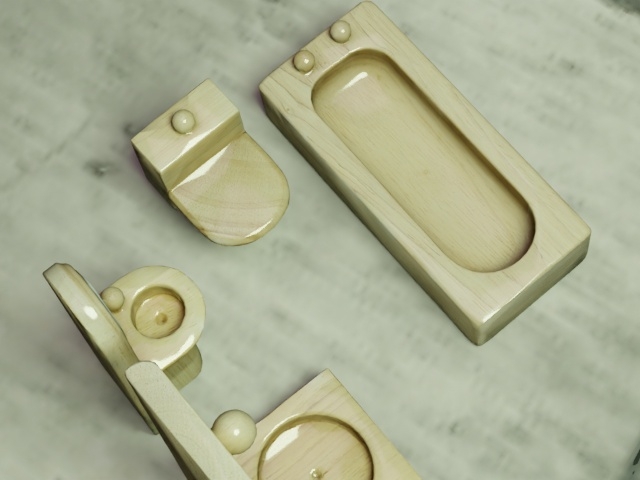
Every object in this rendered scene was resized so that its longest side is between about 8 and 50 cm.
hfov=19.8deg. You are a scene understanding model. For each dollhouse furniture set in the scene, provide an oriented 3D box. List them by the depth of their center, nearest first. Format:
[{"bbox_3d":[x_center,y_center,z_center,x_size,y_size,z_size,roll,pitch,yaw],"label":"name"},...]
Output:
[{"bbox_3d":[0.000,0.000,0.558,0.151,0.123,0.144,-39,72,-9],"label":"dollhouse furniture set"}]
